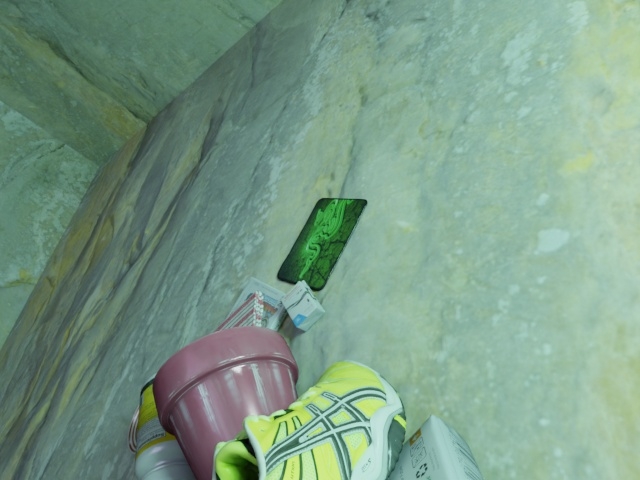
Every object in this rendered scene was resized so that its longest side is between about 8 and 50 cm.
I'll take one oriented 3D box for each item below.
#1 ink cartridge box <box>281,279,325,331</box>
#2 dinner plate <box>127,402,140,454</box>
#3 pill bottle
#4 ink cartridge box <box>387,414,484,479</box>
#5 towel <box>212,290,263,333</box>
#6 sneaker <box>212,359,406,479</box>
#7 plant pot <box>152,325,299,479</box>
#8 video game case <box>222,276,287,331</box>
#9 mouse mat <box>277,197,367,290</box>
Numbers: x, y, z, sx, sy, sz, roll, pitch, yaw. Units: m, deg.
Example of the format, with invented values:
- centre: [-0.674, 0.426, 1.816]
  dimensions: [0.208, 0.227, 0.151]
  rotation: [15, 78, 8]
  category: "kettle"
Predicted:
- centre: [-0.034, 0.103, 0.818]
  dimensions: [0.048, 0.028, 0.083]
  rotation: [-45, 47, 9]
  category: "ink cartridge box"
- centre: [-0.334, 0.351, 0.973]
  dimensions: [0.141, 0.017, 0.141]
  rotation: [-31, 38, 28]
  category: "dinner plate"
- centre: [-0.233, 0.320, 0.787]
  dimensions: [0.119, 0.119, 0.209]
  rotation: [-42, 35, 14]
  category: "pill bottle"
- centre: [0.029, 0.324, 0.387]
  dimensions: [0.307, 0.072, 0.303]
  rotation: [-51, 1, 6]
  category: "ink cartridge box"
- centre: [-0.152, 0.183, 0.846]
  dimensions: [0.144, 0.029, 0.197]
  rotation: [-42, 20, 14]
  category: "towel"
- centre: [-0.015, 0.212, 0.493]
  dimensions: [0.145, 0.147, 0.385]
  rotation: [-48, 1, 18]
  category: "sneaker"
- centre: [-0.105, 0.245, 0.656]
  dimensions: [0.201, 0.201, 0.180]
  rotation: [-43, 50, 13]
  category: "plant pot"
- centre: [-0.127, 0.148, 0.913]
  dimensions: [0.157, 0.019, 0.143]
  rotation: [16, 72, 55]
  category: "video game case"
- centre: [0.000, 0.000, 0.913]
  dimensions: [0.152, 0.007, 0.190]
  rotation: [8, 64, 53]
  category: "mouse mat"
